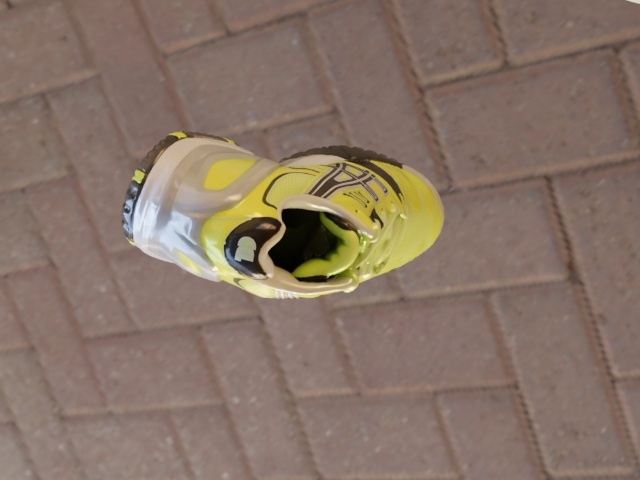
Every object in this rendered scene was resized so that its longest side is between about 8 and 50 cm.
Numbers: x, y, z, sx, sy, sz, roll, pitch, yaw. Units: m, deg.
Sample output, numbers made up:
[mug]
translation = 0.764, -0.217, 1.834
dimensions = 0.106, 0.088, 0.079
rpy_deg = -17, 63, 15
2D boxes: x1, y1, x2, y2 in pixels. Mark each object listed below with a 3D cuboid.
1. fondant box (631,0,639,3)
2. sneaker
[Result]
[fondant box]
translation = 0.288, -0.363, 1.024
dimensions = 0.238, 0.096, 0.330
rpy_deg = -18, 77, 40
[sneaker]
translation = 0.000, 0.000, 1.269
dimensions = 0.147, 0.384, 0.145
rpy_deg = 32, 110, 33
